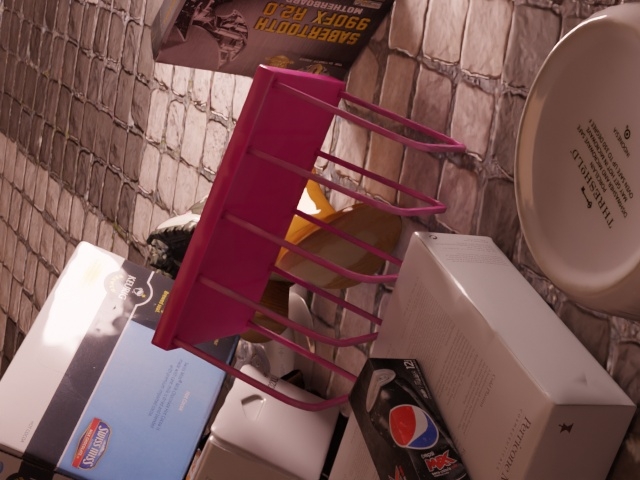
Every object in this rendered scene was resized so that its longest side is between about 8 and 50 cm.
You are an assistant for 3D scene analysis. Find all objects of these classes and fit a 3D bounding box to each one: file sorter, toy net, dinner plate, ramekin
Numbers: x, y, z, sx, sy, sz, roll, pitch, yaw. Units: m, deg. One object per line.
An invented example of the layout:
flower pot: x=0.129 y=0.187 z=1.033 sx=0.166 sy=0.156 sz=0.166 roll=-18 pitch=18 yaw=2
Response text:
file sorter: x=0.000 y=0.000 z=1.531 sx=0.182 sy=0.202 sz=0.290 roll=26 pitch=101 yaw=18
toy net: x=-0.085 y=0.101 z=1.929 sx=0.122 sy=0.045 sz=0.232 roll=-59 pitch=29 yaw=36
dinner plate: x=-0.043 y=0.134 z=1.901 sx=0.141 sy=0.017 sz=0.141 roll=-8 pitch=82 yaw=64
ramekin: x=0.258 y=-0.060 z=1.182 sx=0.273 sy=0.127 sz=0.272 roll=-14 pitch=74 yaw=62

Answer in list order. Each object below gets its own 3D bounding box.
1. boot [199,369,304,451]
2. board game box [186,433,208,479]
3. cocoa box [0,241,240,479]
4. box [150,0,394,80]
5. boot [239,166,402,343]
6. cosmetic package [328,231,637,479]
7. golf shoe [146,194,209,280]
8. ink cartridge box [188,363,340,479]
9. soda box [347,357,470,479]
boot: x=-0.058 y=0.238 z=1.867 sx=0.106 sy=0.082 sz=0.219 roll=53 pitch=138 yaw=6
board game box: x=-0.200 y=0.439 z=2.039 sx=0.232 sy=0.141 sz=0.291 roll=-64 pitch=34 yaw=38
cocoa box: x=-0.256 y=0.219 z=1.788 sx=0.347 sy=0.228 sz=0.231 roll=-70 pitch=4 yaw=-51
box: x=-0.053 y=-0.257 z=1.723 sx=0.183 sy=0.231 sz=0.056 roll=127 pitch=142 yaw=-48
boot: x=-0.015 y=-0.032 z=1.777 sx=0.295 sy=0.104 sz=0.211 roll=-41 pitch=38 yaw=42
cosmetic package: x=0.126 y=0.224 z=1.451 sx=0.284 sy=0.097 sz=0.377 roll=-122 pitch=43 yaw=-53
golf shoe: x=-0.156 y=-0.012 z=1.987 sx=0.120 sy=0.105 sz=0.273 roll=-62 pitch=5 yaw=-12
ink cartridge box: x=-0.103 y=0.325 z=1.720 sx=0.223 sy=0.129 sz=0.307 roll=-65 pitch=-1 yaw=-72
soda box: x=0.081 y=0.184 z=1.384 sx=0.060 sy=0.053 sz=0.169 roll=-65 pitch=35 yaw=37
